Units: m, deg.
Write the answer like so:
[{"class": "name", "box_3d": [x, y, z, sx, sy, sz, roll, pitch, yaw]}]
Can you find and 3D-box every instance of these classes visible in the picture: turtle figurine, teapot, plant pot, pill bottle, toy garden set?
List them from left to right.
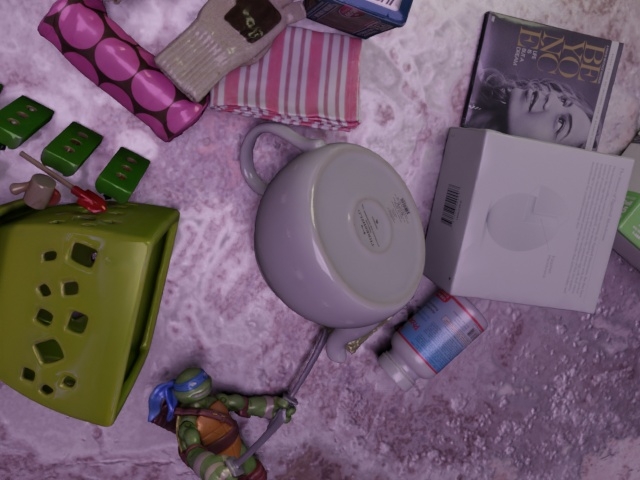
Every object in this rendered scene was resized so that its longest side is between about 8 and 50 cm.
[{"class": "toy garden set", "box_3d": [-0.343, -0.096, 0.748, 0.244, 0.204, 0.049, 28, 114, -15]}, {"class": "plant pot", "box_3d": [-0.307, 0.059, 0.777, 0.207, 0.228, 0.227, 13, 100, -6]}, {"class": "turtle figurine", "box_3d": [-0.091, 0.299, 0.882, 0.274, 0.198, 0.266, -12, 108, -4]}, {"class": "teapot", "box_3d": [0.000, 0.000, 0.844, 0.252, 0.187, 0.256, 29, 58, -35]}, {"class": "pill bottle", "box_3d": [0.164, 0.148, 0.954, 0.160, 0.087, 0.087, -43, 106, 0]}]

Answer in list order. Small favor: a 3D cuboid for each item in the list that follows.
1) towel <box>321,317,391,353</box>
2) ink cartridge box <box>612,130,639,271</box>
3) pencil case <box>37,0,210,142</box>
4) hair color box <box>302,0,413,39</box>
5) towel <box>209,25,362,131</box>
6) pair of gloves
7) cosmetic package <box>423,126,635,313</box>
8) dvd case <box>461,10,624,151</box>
[{"class": "towel", "box_3d": [0.061, 0.087, 0.952, 0.148, 0.027, 0.110, -44, 105, 2]}, {"class": "ink cartridge box", "box_3d": [0.562, -0.082, 0.968, 0.198, 0.115, 0.273, 36, 93, -16]}, {"class": "pencil case", "box_3d": [-0.237, -0.218, 0.797, 0.209, 0.098, 0.095, 43, 136, -17]}, {"class": "hair color box", "box_3d": [0.084, -0.435, 0.767, 0.105, 0.174, 0.347, 15, 99, -14]}, {"class": "towel", "box_3d": [-0.041, -0.221, 0.830, 0.197, 0.029, 0.144, 7, 69, -13]}, {"class": "pair of gloves", "box_3d": [-0.154, -0.314, 0.771, 0.204, 0.042, 0.240, -41, 98, -21]}, {"class": "cosmetic package", "box_3d": [0.286, -0.031, 0.913, 0.224, 0.138, 0.224, 9, 100, -12]}, {"class": "dvd case", "box_3d": [0.328, -0.229, 0.940, 0.221, 0.018, 0.165, 8, 100, -13]}]
